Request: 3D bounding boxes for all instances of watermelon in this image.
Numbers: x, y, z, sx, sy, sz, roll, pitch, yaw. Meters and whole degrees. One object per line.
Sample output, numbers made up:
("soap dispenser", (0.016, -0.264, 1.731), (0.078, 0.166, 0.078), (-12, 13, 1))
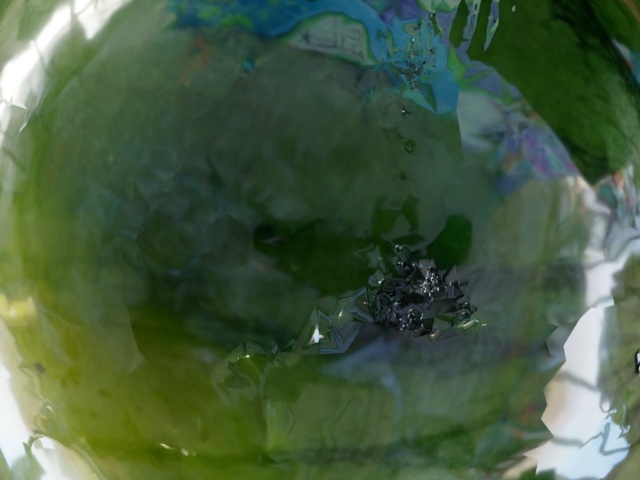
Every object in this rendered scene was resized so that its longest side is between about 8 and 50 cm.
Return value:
("watermelon", (0.003, 0.001, 0.435), (0.242, 0.242, 0.242), (4, -80, 22))
